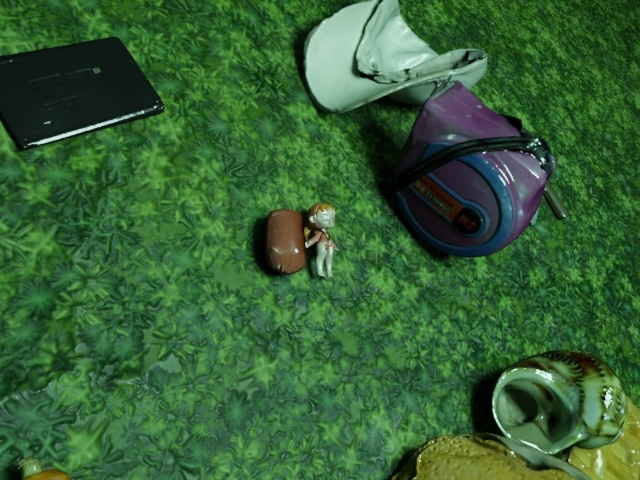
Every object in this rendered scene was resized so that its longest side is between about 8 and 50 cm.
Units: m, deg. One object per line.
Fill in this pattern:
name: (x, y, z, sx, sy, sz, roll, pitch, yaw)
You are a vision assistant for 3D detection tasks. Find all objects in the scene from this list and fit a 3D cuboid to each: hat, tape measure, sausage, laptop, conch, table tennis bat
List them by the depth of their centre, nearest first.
laptop: (-0.318, -0.199, 0.680, 0.197, 0.016, 0.135, -30, 84, -38)
sausage: (-0.050, 0.002, 0.721, 0.054, 0.059, 0.094, -1, 68, -9)
conch: (0.359, 0.251, 0.793, 0.181, 0.124, 0.187, 29, 68, 27)
tape measure: (0.237, -0.102, 0.829, 0.231, 0.245, 0.149, 40, 50, 11)
hat: (0.120, -0.295, 0.932, 0.301, 0.168, 0.258, -31, 61, -14)
table tennis bat: (0.465, -0.150, 1.136, 0.131, 0.022, 0.235, -17, 75, -37)

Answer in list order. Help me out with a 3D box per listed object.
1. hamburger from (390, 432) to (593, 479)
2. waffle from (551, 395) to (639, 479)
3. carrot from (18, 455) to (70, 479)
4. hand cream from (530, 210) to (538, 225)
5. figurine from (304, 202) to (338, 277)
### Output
hamburger: (0.191, 0.361, 0.587, 0.318, 0.318, 0.158, -36, 125, -38)
waffle: (0.448, 0.355, 0.858, 0.168, 0.057, 0.274, 42, 53, -8)
carrot: (-0.236, 0.320, 0.457, 0.061, 0.061, 0.257, -4, 72, -33)
hand cream: (0.343, -0.138, 1.044, 0.275, 0.050, 0.079, 38, 80, -16)
figurine: (0.000, 0.000, 0.761, 0.064, 0.047, 0.109, 10, 71, -42)
